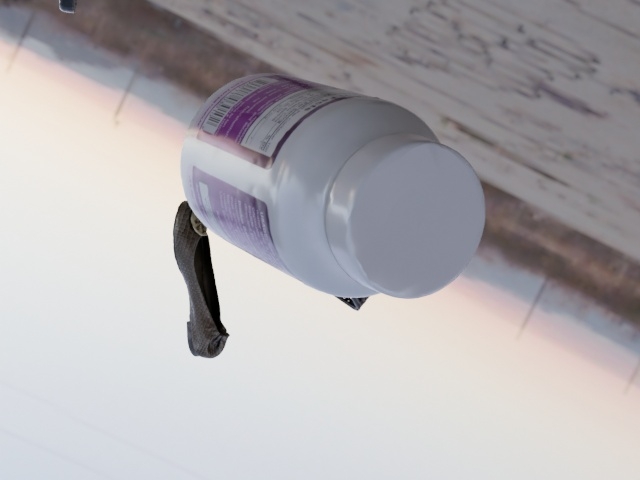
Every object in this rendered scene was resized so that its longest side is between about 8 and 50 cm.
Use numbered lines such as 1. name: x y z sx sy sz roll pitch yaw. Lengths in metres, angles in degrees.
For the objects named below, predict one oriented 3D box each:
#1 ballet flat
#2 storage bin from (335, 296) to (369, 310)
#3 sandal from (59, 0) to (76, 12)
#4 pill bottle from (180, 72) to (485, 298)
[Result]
1. ballet flat: -0.180 0.061 2.075 0.058 0.249 0.084 -2 -171 26
2. storage bin: 0.000 0.000 1.812 0.180 0.084 0.122 33 167 27
3. sandal: -0.335 -0.553 2.216 0.107 0.445 0.167 15 146 -5
4. pill bottle: 0.008 -0.046 1.158 0.169 0.169 0.301 23 -178 -30
